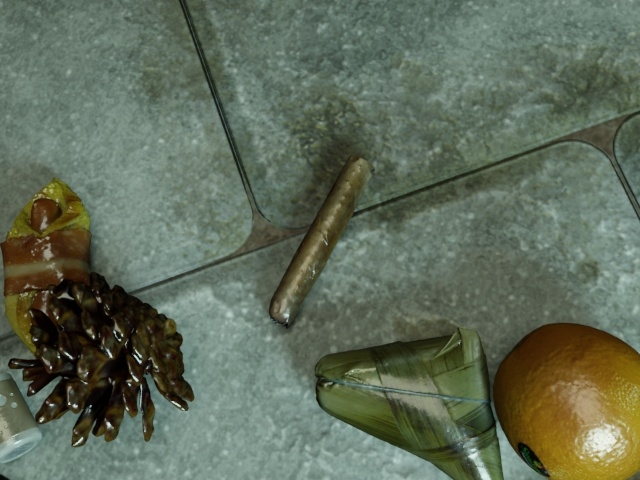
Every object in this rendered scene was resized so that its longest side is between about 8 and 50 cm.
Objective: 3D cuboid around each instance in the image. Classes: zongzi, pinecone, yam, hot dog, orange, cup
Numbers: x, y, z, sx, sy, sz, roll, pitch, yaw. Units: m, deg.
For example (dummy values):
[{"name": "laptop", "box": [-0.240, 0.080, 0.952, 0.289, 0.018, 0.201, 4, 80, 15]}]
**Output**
[{"name": "zongzi", "box": [0.111, 0.244, 1.091, 0.221, 0.112, 0.242, -8, 73, 0]}, {"name": "pinecone", "box": [-0.275, 0.153, 1.097, 0.201, 0.202, 0.229, -32, 84, -21]}, {"name": "yam", "box": [0.000, 0.000, 1.209, 0.046, 0.046, 0.264, 26, 75, 11]}, {"name": "hot dog", "box": [-0.374, 0.031, 1.200, 0.123, 0.093, 0.262, -11, 72, 1]}, {"name": "orange", "box": [0.307, 0.195, 1.050, 0.206, 0.206, 0.206, -1, 73, 4]}, {"name": "cup", "box": [-0.427, 0.238, 1.140, 0.102, 0.074, 0.099, -22, 70, -41]}]

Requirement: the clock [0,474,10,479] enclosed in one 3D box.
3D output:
[{"name": "clock", "box": [-0.468, 0.398, 1.119, 0.215, 0.042, 0.215, -1, 73, 3]}]
